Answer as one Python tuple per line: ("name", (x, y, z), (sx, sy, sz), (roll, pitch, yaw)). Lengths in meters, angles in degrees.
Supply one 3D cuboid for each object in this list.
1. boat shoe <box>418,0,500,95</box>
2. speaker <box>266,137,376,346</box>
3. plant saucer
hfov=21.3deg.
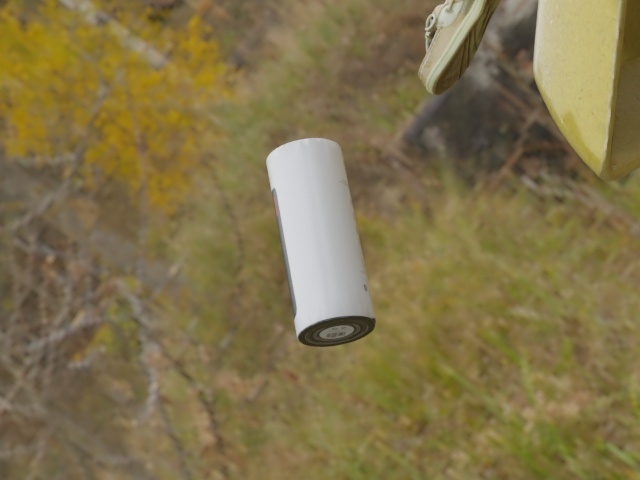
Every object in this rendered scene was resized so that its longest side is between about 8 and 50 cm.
("boat shoe", (0.106, -0.179, 1.314), (0.056, 0.048, 0.153), (85, -150, -65))
("speaker", (0.000, 0.000, 1.162), (0.055, 0.055, 0.136), (-41, 53, 50))
("plant saucer", (0.234, -0.236, 1.164), (0.333, 0.081, 0.332), (-24, -58, -56))
